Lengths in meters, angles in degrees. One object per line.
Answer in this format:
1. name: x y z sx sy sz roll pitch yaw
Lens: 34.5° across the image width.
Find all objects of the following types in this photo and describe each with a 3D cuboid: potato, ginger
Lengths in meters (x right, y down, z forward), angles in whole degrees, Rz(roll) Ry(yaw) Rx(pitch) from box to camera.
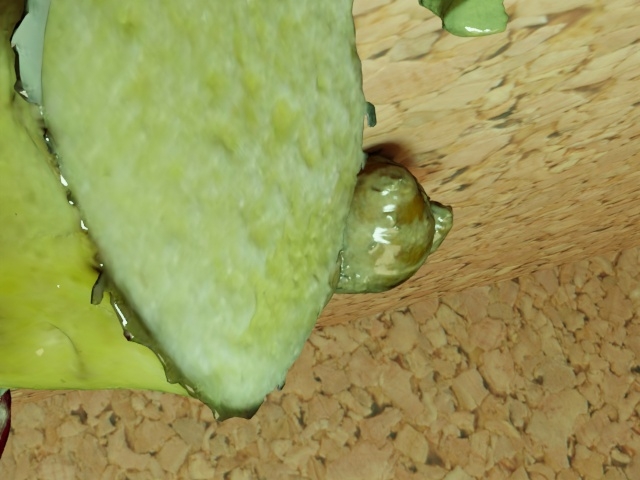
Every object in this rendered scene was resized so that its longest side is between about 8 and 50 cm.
1. potato: -0.142 -0.064 0.564 0.237 0.301 0.289 5 -145 32
2. ginger: 0.000 0.000 1.170 0.375 0.176 0.256 -10 151 -29

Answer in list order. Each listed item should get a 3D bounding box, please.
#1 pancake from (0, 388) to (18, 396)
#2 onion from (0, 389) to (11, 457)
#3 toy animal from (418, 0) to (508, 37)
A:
1. pancake: -0.335 0.056 0.867 0.382 0.071 0.382 -32 151 -20
2. onion: -0.528 0.274 1.106 0.398 0.420 0.398 -7 163 -2
3. toy animal: 0.144 -0.200 0.684 0.218 0.103 0.101 -19 -173 0
